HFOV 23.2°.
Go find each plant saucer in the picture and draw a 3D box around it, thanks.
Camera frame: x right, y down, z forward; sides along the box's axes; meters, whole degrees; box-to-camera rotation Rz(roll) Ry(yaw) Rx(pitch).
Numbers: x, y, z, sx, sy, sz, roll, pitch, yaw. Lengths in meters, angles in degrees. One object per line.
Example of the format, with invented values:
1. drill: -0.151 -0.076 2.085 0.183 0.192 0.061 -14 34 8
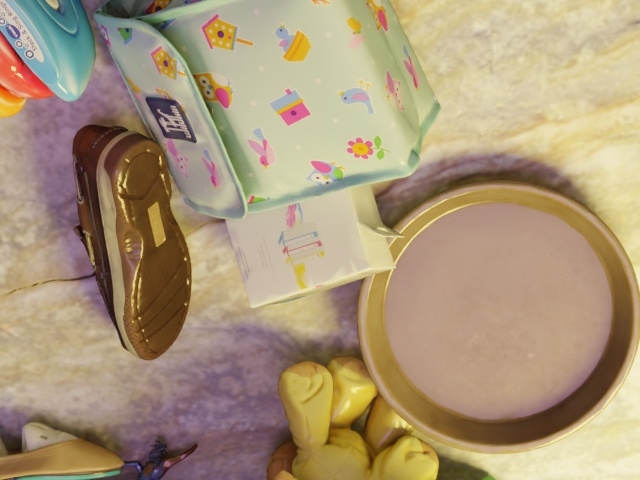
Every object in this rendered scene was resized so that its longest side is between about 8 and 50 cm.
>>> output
1. plant saucer: 0.174 0.074 1.536 0.278 0.041 0.277 1 102 3

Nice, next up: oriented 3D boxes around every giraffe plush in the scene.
1. giraffe plush: 0.006 0.242 1.587 0.181 0.210 0.170 22 142 -12

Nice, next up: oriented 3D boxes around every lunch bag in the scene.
1. lunch bag: -0.058 -0.146 1.405 0.262 0.160 0.223 -13 118 24

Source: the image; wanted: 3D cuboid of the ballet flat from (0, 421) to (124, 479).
1. ballet flat: -0.322 0.224 1.622 0.232 0.080 0.073 -8 84 2

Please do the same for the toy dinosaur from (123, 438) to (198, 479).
1. toy dinosaur: -0.179 0.254 1.650 0.090 0.047 0.082 5 133 -13

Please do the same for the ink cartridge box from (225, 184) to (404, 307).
1. ink cartridge box: 0.000 0.000 1.479 0.143 0.092 0.090 -18 85 16

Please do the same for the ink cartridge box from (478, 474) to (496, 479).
1. ink cartridge box: 0.087 0.355 1.544 0.211 0.289 0.121 -41 75 17

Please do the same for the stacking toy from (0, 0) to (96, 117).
1. stacking toy: -0.365 -0.146 1.400 0.302 0.166 0.175 -30 110 13

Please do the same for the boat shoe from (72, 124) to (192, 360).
1. boat shoe: -0.190 -0.003 1.519 0.095 0.095 0.257 24 131 33
